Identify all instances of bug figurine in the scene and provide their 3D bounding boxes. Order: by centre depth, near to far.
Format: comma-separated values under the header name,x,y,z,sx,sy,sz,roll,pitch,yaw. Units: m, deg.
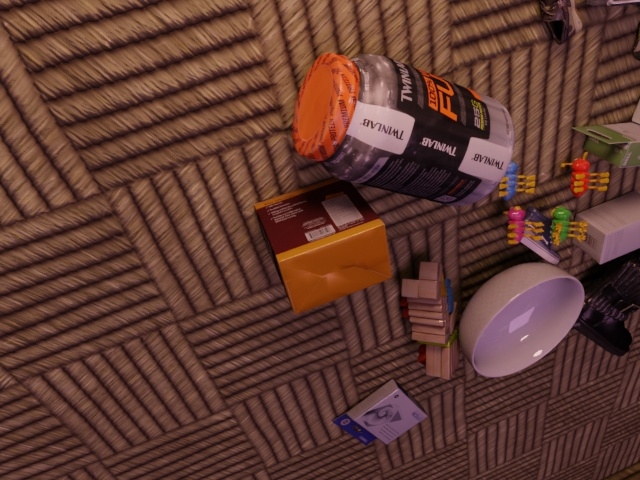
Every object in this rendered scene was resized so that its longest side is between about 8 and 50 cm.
name,x,y,z,sx,sy,sz,roll,pitch,yaw
bug figurine,0.502,-0.092,1.081,0.280,0.072,0.216,-3,105,-15

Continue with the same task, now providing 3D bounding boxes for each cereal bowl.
name,x,y,z,sx,sy,sz,roll,pitch,yaw
cereal bowl,0.500,0.189,1.250,0.340,0.141,0.338,-12,127,-17

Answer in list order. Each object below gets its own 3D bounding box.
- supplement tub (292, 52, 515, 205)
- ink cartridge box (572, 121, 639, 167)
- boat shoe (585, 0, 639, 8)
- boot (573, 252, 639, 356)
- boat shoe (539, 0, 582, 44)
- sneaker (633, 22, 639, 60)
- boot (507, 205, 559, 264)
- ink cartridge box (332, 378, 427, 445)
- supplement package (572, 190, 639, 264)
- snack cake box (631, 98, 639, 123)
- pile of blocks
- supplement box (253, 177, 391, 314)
name,x,y,z,sx,sy,sz,roll,pitch,yaw
supplement tub,0.138,-0.184,0.811,0.339,0.207,0.207,9,119,-27
ink cartridge box,0.670,-0.212,1.062,0.210,0.109,0.062,-7,125,-17
boat shoe,0.634,-0.467,0.871,0.307,0.113,0.104,-8,132,-13
boot,0.894,0.195,1.410,0.348,0.131,0.260,27,114,-33
boat shoe,0.423,-0.414,0.858,0.152,0.056,0.049,33,101,-36
sneaker,0.666,-0.408,0.973,0.035,0.031,0.083,-19,128,-9
boot,0.551,-0.010,1.182,0.190,0.069,0.086,27,105,-32
ink cartridge box,0.182,0.534,1.432,0.224,0.045,0.223,-37,128,7
supplement package,0.761,-0.034,1.225,0.180,0.105,0.105,-21,128,-6
snack cake box,0.853,-0.334,1.062,0.265,0.089,0.152,-9,125,-15
pile of blocks,0.271,0.187,1.206,0.113,0.149,0.361,2,124,30
supplement box,0.000,0.000,0.892,0.192,0.194,0.129,-20,128,-8
